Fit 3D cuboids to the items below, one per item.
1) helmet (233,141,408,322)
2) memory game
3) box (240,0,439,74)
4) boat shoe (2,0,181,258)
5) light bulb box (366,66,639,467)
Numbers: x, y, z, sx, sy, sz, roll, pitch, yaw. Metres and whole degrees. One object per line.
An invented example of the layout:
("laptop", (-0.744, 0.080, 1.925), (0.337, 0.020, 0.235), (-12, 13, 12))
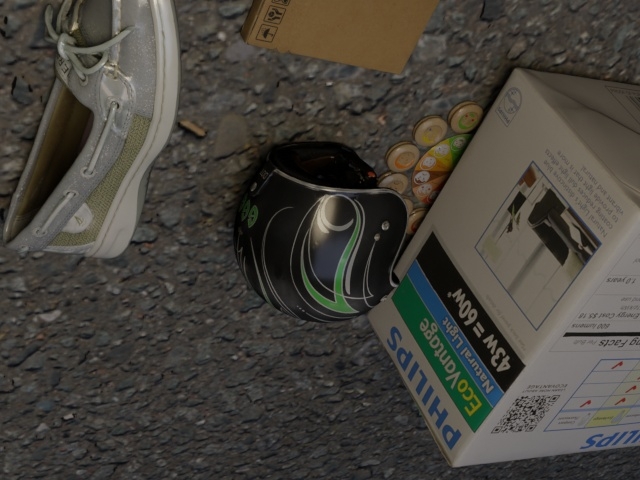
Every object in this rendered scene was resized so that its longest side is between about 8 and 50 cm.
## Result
("helmet", (0.000, 0.000, 1.003), (0.170, 0.169, 0.161), (-1, 117, -25))
("memory game", (0.145, -0.073, 1.111), (0.186, 0.012, 0.186), (-14, 138, -13))
("box", (0.042, -0.239, 0.882), (0.165, 0.021, 0.201), (6, 130, -30))
("boat shoe", (-0.188, -0.104, 0.840), (0.103, 0.118, 0.320), (-4, 141, -29))
("light bulb box", (0.304, 0.038, 1.130), (0.358, 0.225, 0.361), (2, 132, -33))
